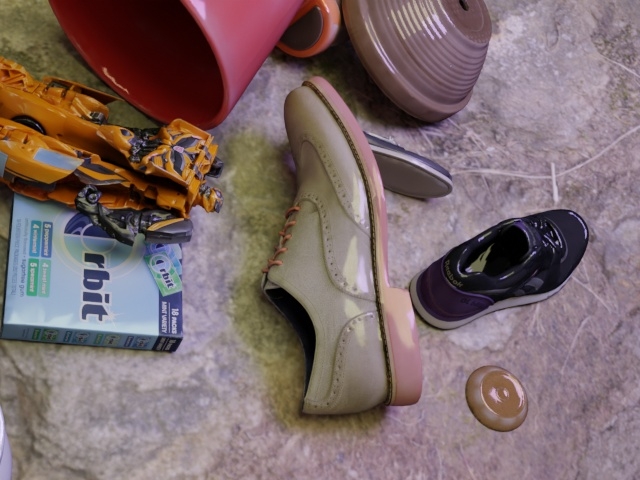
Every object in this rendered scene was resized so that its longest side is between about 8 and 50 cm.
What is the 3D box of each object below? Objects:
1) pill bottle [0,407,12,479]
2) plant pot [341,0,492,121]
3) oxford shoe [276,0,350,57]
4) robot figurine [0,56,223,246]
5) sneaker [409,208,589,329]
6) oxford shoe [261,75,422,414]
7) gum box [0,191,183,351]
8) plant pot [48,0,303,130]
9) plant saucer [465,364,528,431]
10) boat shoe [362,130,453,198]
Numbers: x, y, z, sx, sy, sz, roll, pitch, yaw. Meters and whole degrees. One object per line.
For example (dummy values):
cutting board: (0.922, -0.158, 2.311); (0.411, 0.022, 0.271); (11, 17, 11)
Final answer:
pill bottle: (-0.335, 0.199, 0.857); (0.162, 0.278, 0.162); (11, 58, -18)
plant pot: (0.147, -0.285, 1.397); (0.237, 0.109, 0.237); (27, 49, -37)
oxford shoe: (-0.083, -0.398, 1.428); (0.364, 0.130, 0.132); (54, 37, 7)
robot figurine: (-0.242, -0.096, 1.157); (0.290, 0.085, 0.211); (18, 37, -2)
sneaker: (0.250, 0.019, 1.304); (0.283, 0.124, 0.107); (-24, 74, -32)
oxford shoe: (0.000, 0.000, 1.190); (0.146, 0.140, 0.397); (-11, 70, -11)
gum box: (-0.241, 0.034, 1.139); (0.184, 0.041, 0.157); (6, 59, -19)
plant pot: (-0.140, -0.305, 1.225); (0.275, 0.275, 0.243); (39, 61, 2)
plant saucer: (0.212, 0.184, 1.259); (0.083, 0.015, 0.083); (10, 58, -17)
boat shoe: (0.076, -0.116, 1.341); (0.206, 0.075, 0.065); (20, 59, -5)
